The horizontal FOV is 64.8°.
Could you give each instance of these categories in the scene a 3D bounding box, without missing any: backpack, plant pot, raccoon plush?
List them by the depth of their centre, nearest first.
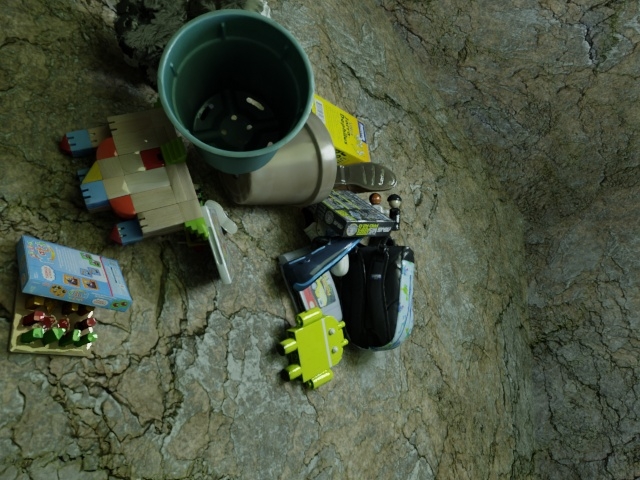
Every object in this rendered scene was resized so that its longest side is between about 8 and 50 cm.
[{"bbox_3d":[-0.209,-0.329,1.263,0.341,0.334,0.341,1,84,-10],"label":"plant pot"},{"bbox_3d":[-0.335,-0.509,1.361,0.299,0.446,0.216,54,50,-77],"label":"raccoon plush"},{"bbox_3d":[-0.157,-0.236,1.580,0.280,0.323,0.323,-22,91,-37],"label":"plant pot"},{"bbox_3d":[0.209,0.220,1.814,0.273,0.290,0.355,37,51,-55],"label":"backpack"}]

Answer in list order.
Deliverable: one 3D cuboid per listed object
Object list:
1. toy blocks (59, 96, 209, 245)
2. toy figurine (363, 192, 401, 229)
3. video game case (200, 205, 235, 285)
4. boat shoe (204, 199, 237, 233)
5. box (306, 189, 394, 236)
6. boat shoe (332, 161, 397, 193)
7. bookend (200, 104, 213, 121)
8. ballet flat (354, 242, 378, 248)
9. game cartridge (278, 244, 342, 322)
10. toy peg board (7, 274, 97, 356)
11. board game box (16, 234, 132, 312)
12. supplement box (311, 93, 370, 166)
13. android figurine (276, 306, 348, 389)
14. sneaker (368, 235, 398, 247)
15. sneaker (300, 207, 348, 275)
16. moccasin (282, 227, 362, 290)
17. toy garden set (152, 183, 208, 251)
[{"bbox_3d":[-0.454,-0.146,1.208,0.261,0.191,0.381,-17,86,-22],"label":"toy blocks"},{"bbox_3d":[0.203,-0.114,2.012,0.209,0.213,0.148,6,83,-47],"label":"toy figurine"},{"bbox_3d":[-0.276,0.008,1.367,0.227,0.026,0.206,-161,-126,-82],"label":"video game case"},{"bbox_3d":[-0.298,-0.072,1.504,0.046,0.038,0.125,-48,111,-5],"label":"boat shoe"},{"bbox_3d":[0.087,-0.098,1.729,0.216,0.270,0.060,-3,119,-38],"label":"box"},{"bbox_3d":[0.135,-0.234,1.933,0.104,0.307,0.111,96,0,-74],"label":"boat shoe"},{"bbox_3d":[-0.317,-0.446,1.564,0.072,0.157,0.156,48,40,-25],"label":"bookend"},{"bbox_3d":[0.170,0.030,1.943,0.057,0.173,0.049,-14,105,-36],"label":"ballet flat"},{"bbox_3d":[-0.027,0.167,1.718,0.196,0.060,0.294,-20,89,-57],"label":"game cartridge"},{"bbox_3d":[-0.541,0.153,1.053,0.161,0.079,0.160,19,59,-46],"label":"toy peg board"},{"bbox_3d":[-0.524,0.072,1.075,0.211,0.039,0.160,24,17,-44],"label":"board game box"},{"bbox_3d":[-0.001,-0.385,1.900,0.356,0.194,0.195,15,61,-47],"label":"supplement box"},{"bbox_3d":[-0.016,0.336,1.591,0.273,0.056,0.248,-15,99,-42],"label":"android figurine"},{"bbox_3d":[0.273,-0.006,2.118,0.087,0.130,0.227,50,38,-26],"label":"sneaker"},{"bbox_3d":[0.000,0.000,1.804,0.123,0.106,0.290,-8,69,-47],"label":"sneaker"},{"bbox_3d":[0.019,0.028,1.655,0.117,0.138,0.342,48,49,7],"label":"moccasin"},{"bbox_3d":[-0.405,-0.076,1.360,0.244,0.049,0.204,5,69,-51],"label":"toy garden set"}]
